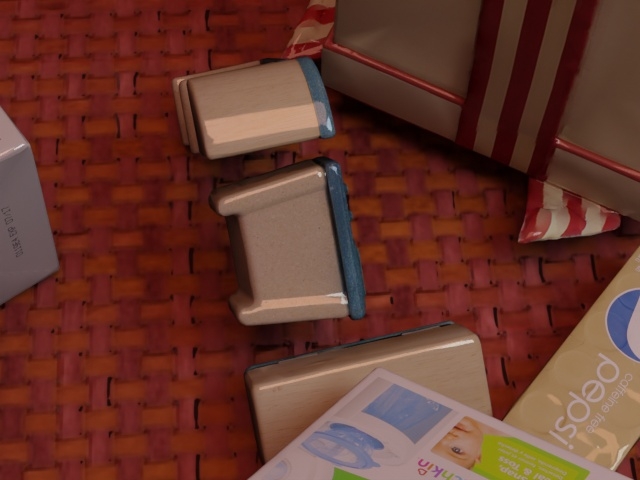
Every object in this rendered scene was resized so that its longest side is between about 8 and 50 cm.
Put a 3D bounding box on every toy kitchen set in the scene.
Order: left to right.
[{"bbox_3d":[0.000,0.000,0.730,0.122,0.166,0.207,-11,100,-9],"label":"toy kitchen set"}]

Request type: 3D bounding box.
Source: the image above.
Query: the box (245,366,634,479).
[{"bbox_3d":[0.076,0.158,0.573,0.203,0.103,0.114,21,35,27],"label":"box"}]

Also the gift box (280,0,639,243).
[{"bbox_3d":[0.131,-0.163,0.713,0.255,0.258,0.276,29,69,11],"label":"gift box"}]

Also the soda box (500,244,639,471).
[{"bbox_3d":[0.151,0.079,0.697,0.061,0.058,0.181,37,65,15],"label":"soda box"}]

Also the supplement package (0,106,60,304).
[{"bbox_3d":[-0.267,-0.069,0.705,0.134,0.139,0.244,-32,67,-20],"label":"supplement package"}]
